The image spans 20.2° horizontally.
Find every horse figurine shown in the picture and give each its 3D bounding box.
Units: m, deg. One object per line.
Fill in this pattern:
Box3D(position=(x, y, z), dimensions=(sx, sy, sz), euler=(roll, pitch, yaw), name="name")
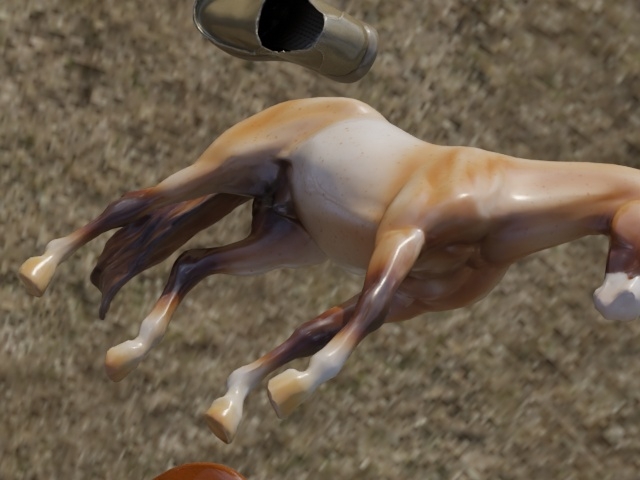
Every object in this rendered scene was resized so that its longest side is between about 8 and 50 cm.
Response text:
Box3D(position=(0.000, 0.000, 0.666), dimensions=(0.174, 0.263, 0.066), euler=(-35, 118, -24), name="horse figurine")

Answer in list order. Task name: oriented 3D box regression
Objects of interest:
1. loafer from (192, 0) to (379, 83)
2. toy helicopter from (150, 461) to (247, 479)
Box3D(position=(-0.029, -0.141, 1.138), dimensions=(0.148, 0.050, 0.056), euler=(17, 80, 37), name="loafer")
Box3D(position=(-0.094, 0.296, 0.869), dimensions=(0.235, 0.140, 0.355), euler=(-22, 47, 9), name="toy helicopter")
